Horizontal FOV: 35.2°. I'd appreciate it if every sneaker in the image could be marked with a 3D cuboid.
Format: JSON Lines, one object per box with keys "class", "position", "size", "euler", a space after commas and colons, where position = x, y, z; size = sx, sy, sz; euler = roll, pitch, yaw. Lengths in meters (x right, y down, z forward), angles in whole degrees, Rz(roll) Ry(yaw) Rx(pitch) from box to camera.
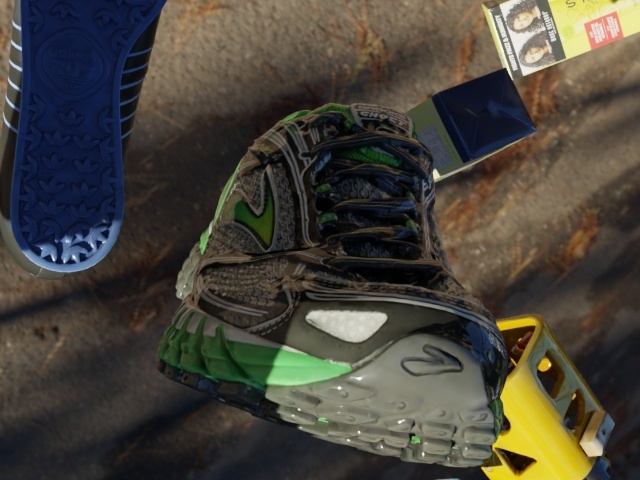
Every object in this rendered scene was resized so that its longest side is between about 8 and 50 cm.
{"class": "sneaker", "position": [-0.135, -0.094, 0.549], "size": [0.081, 0.090, 0.232], "euler": [13, 82, -23]}
{"class": "sneaker", "position": [0.000, 0.000, 0.488], "size": [0.134, 0.343, 0.146], "euler": [19, 98, -16]}

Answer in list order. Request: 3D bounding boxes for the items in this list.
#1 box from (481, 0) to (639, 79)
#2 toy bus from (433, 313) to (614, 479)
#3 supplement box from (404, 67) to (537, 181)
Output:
{"class": "box", "position": [0.296, -0.253, 1.068], "size": [0.232, 0.058, 0.087], "euler": [-20, 108, 7]}
{"class": "toy bus", "position": [0.187, 0.158, 0.834], "size": [0.202, 0.190, 0.104], "euler": [6, 164, -42]}
{"class": "supplement box", "position": [0.103, -0.083, 0.778], "size": [0.083, 0.056, 0.083], "euler": [-24, 178, -38]}
